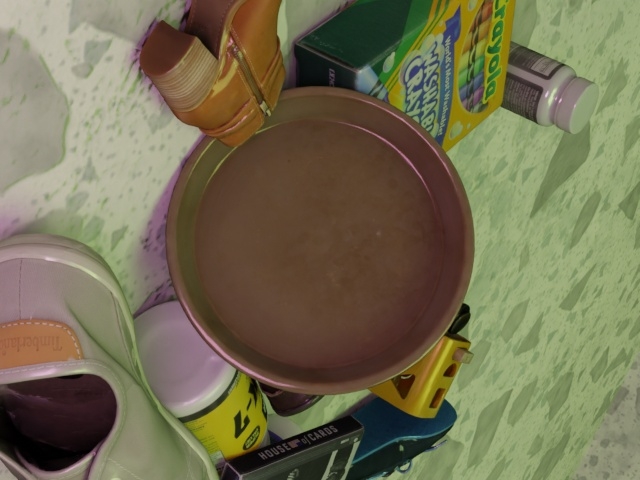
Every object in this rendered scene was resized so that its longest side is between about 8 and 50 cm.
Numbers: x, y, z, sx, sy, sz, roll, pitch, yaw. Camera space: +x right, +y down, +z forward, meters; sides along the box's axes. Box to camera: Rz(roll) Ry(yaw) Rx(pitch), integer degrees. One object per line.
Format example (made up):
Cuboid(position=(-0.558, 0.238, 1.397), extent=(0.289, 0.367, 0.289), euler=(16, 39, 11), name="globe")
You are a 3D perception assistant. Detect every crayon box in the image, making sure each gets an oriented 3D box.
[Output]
Cuboid(position=(0.107, -0.183, 1.279), extent=(0.323, 0.083, 0.203), euler=(-41, 147, -34), name="crayon box")

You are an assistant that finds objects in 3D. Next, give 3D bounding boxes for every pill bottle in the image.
Cuboid(position=(0.257, -0.183, 1.471), extent=(0.078, 0.137, 0.078), euler=(-40, 147, -33), name="pill bottle")
Cuboid(position=(-0.116, 0.158, 1.190), extent=(0.119, 0.119, 0.208), euler=(-49, 151, -21), name="pill bottle")

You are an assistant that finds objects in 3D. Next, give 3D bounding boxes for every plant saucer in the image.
Cuboid(position=(0.000, 0.000, 1.107), extent=(0.278, 0.278, 0.041), euler=(-55, 180, -10), name="plant saucer")

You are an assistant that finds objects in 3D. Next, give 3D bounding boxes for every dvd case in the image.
Cuboid(position=(-0.055, 0.301, 1.268), extent=(0.179, 0.029, 0.239), euler=(-12, 131, -46), name="dvd case")

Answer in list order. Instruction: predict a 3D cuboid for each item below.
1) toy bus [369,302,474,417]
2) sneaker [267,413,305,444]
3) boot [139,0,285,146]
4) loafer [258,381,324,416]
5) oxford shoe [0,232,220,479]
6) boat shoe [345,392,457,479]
Cuboid(position=(0.149, 0.137, 1.631), extent=(0.191, 0.104, 0.202), euler=(-41, 146, -32), name="toy bus")
Cuboid(position=(-0.121, 0.368, 1.369), extent=(0.236, 0.130, 0.323), euler=(-33, 148, -48), name="sneaker")
Cuboid(position=(-0.055, -0.176, 1.027), extent=(0.197, 0.073, 0.152), euler=(-47, 151, 0), name="boot")
Cuboid(position=(-0.044, 0.076, 1.197), extent=(0.080, 0.220, 0.078), euler=(-30, 129, 15), name="loafer")
Cuboid(position=(-0.188, 0.186, 1.024), extent=(0.449, 0.169, 0.130), euler=(78, 6, -46), name="oxford shoe")
Cuboid(position=(0.073, 0.271, 1.667), extent=(0.258, 0.109, 0.089), euler=(-10, 133, -36), name="boat shoe")
